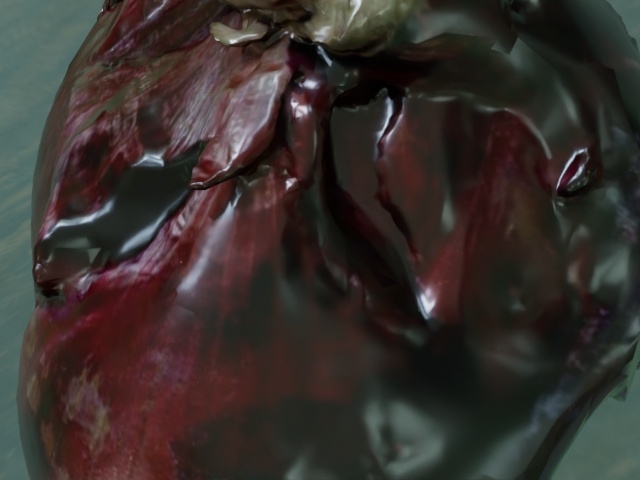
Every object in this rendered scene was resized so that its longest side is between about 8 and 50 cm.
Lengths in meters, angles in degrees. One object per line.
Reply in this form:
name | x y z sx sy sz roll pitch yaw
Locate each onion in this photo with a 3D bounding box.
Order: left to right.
onion | 0.000 0.011 0.606 0.221 0.281 0.281 21 92 12
